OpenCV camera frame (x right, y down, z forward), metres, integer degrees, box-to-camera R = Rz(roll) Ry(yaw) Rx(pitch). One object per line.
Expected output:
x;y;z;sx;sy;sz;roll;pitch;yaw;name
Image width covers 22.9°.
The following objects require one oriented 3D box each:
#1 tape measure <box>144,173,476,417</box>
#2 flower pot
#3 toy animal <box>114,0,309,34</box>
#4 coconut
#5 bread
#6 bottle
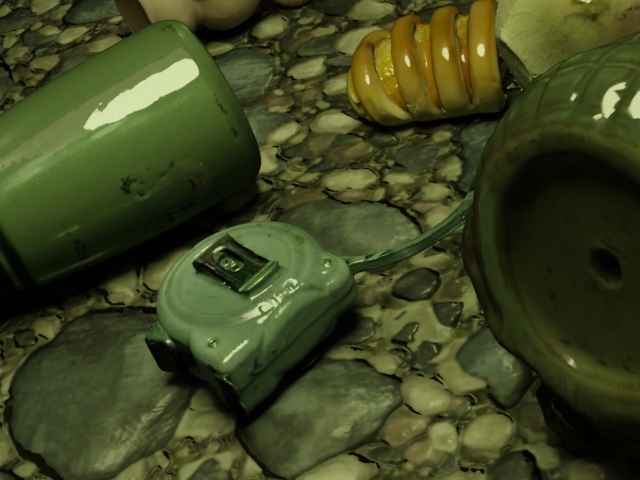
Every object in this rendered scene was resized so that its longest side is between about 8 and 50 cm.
0.001;0.000;1.282;0.164;0.084;0.330;24;56;36;tape measure
0.241;-0.001;1.035;0.213;0.302;0.302;-25;35;-33;flower pot
-0.104;-0.270;1.642;0.212;0.124;0.124;-24;37;-18;toy animal
0.222;-0.179;1.312;0.170;0.171;0.183;-6;1;16;coconut
0.106;-0.162;1.444;0.177;0.084;0.119;-10;37;17;bread
-0.233;-0.048;1.373;0.347;0.168;0.168;-30;39;-10;bottle
